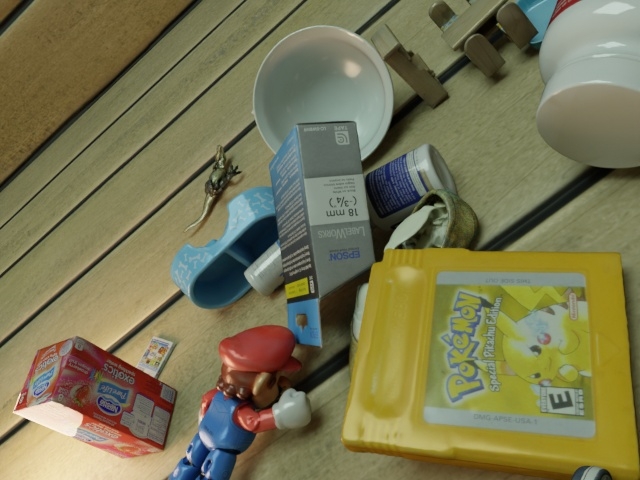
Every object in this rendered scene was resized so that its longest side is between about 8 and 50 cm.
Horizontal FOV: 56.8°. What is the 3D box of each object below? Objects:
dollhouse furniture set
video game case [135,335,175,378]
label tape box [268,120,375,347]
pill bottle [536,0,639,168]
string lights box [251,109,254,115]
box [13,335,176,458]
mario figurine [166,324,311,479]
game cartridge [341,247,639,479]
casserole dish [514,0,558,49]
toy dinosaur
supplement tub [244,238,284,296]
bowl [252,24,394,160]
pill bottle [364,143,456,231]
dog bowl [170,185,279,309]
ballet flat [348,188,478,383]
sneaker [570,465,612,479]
[{"bbox_3d":[0.246,-0.409,1.148,0.242,0.161,0.212,-42,34,21],"label":"dollhouse furniture set"},{"bbox_3d":[-0.372,0.273,1.297,0.087,0.011,0.122,3,60,46],"label":"video game case"},{"bbox_3d":[0.000,0.000,0.988,0.240,0.105,0.334,152,111,-74],"label":"label tape box"},{"bbox_3d":[0.451,-0.314,0.840,0.229,0.229,0.408,4,60,46],"label":"pill bottle"},{"bbox_3d":[-0.046,-0.347,1.475,0.259,0.076,0.133,13,69,49],"label":"string lights box"},{"bbox_3d":[-0.411,0.300,1.108,0.122,0.257,0.128,-21,45,28],"label":"box"},{"bbox_3d":[-0.116,0.294,0.975,0.198,0.170,0.321,24,85,14],"label":"mario figurine"},{"bbox_3d":[0.205,0.136,0.737,0.323,0.053,0.285,1,56,18],"label":"game cartridge"},{"bbox_3d":[0.432,-0.424,1.115,0.114,0.037,0.188,-25,44,26],"label":"casserole dish"},{"bbox_3d":[-0.270,-0.141,1.526,0.118,0.064,0.268,-23,42,50],"label":"toy dinosaur"},{"bbox_3d":[-0.090,0.051,1.171,0.107,0.071,0.071,-44,37,7],"label":"supplement tub"},{"bbox_3d":[0.016,-0.292,1.262,0.298,0.298,0.134,-35,-1,16],"label":"bowl"},{"bbox_3d":[0.131,-0.081,1.038,0.186,0.112,0.112,-25,43,26],"label":"pill bottle"},{"bbox_3d":[-0.166,0.024,1.203,0.297,0.166,0.074,-43,49,6],"label":"dog bowl"},{"bbox_3d":[0.122,0.068,0.914,0.123,0.123,0.349,19,72,50],"label":"ballet flat"},{"bbox_3d":[0.199,0.320,0.621,0.163,0.086,0.226,15,79,49],"label":"sneaker"}]
